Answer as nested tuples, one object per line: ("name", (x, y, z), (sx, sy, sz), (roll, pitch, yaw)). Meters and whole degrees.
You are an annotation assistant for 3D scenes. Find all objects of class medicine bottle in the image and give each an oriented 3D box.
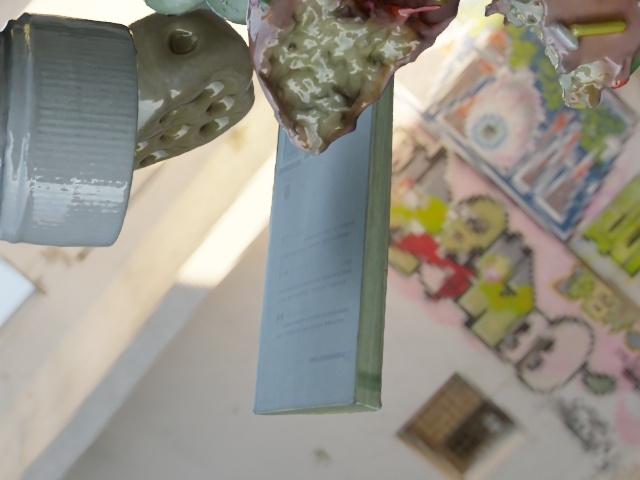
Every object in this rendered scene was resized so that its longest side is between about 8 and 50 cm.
("medicine bottle", (-0.346, -0.096, 1.218), (0.371, 0.211, 0.211), (3, -156, -17))

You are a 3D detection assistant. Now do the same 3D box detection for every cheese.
("cheese", (-0.174, -0.172, 1.713), (0.218, 0.235, 0.117), (-2, -119, -62))

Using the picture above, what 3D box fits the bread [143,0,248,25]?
("bread", (-0.060, -0.239, 1.099), (0.064, 0.172, 0.232), (36, 172, -33))

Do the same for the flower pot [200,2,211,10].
("flower pot", (-0.109, -0.309, 1.462), (0.202, 0.212, 0.212), (9, 176, 21))

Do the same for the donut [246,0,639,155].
("donut", (0.064, -0.149, 0.724), (0.085, 0.233, 0.199), (38, -126, -41))

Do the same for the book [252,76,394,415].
("book", (0.000, 0.000, 1.230), (0.025, 0.283, 0.215), (8, 170, -24))
